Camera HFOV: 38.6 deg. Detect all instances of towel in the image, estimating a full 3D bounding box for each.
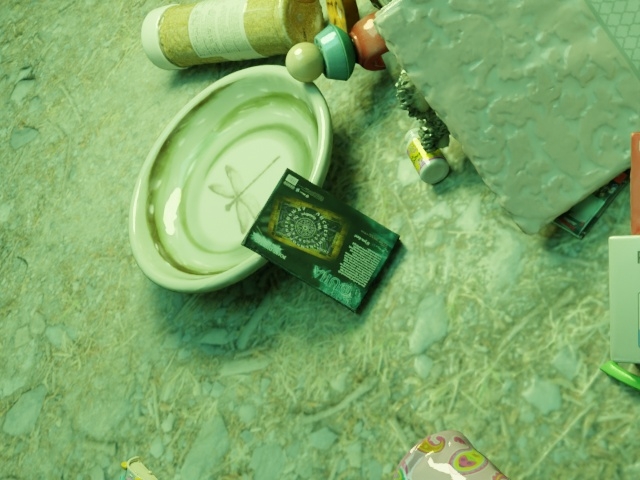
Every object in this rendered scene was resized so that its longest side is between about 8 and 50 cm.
[{"bbox_3d":[0.280,-0.221,1.078,0.317,0.332,0.053,-35,5,14],"label":"towel"}]

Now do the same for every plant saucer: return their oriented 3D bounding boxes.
[{"bbox_3d":[-0.130,-0.087,1.455,0.400,0.100,0.401,-19,55,29],"label":"plant saucer"}]

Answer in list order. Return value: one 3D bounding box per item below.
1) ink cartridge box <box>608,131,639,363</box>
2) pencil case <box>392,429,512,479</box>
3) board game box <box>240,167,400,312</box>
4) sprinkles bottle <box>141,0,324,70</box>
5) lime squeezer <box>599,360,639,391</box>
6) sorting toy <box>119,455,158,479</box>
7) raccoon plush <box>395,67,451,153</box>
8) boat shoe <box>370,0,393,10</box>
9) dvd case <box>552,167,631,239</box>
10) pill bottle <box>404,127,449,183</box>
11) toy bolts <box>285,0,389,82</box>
[{"bbox_3d":[0.442,-0.001,0.917,0.296,0.066,0.261,-3,84,40],"label":"ink cartridge box"},{"bbox_3d":[0.197,0.320,0.944,0.124,0.124,0.284,-52,47,0],"label":"pencil case"},{"bbox_3d":[0.000,0.000,1.269,0.186,0.026,0.126,31,84,0],"label":"board game box"},{"bbox_3d":[-0.165,-0.380,1.641,0.355,0.121,0.121,2,66,39],"label":"sprinkles bottle"},{"bbox_3d":[0.365,0.211,0.885,0.110,0.059,0.310,-28,40,17],"label":"lime squeezer"},{"bbox_3d":[-0.273,0.372,1.344,0.083,0.044,0.075,27,102,44],"label":"sorting toy"},{"bbox_3d":[0.143,-0.316,1.300,0.299,0.216,0.446,-50,41,0],"label":"raccoon plush"},{"bbox_3d":[0.110,-0.439,1.472,0.123,0.116,0.324,-22,67,-7],"label":"boat shoe"},{"bbox_3d":[0.330,-0.068,1.145,0.119,0.013,0.087,-51,46,0],"label":"dvd case"},{"bbox_3d":[0.148,-0.122,1.298,0.043,0.043,0.083,-37,47,15],"label":"pill bottle"},{"bbox_3d":[-0.004,-0.338,1.425,0.158,0.218,0.229,-18,72,-10],"label":"toy bolts"}]
